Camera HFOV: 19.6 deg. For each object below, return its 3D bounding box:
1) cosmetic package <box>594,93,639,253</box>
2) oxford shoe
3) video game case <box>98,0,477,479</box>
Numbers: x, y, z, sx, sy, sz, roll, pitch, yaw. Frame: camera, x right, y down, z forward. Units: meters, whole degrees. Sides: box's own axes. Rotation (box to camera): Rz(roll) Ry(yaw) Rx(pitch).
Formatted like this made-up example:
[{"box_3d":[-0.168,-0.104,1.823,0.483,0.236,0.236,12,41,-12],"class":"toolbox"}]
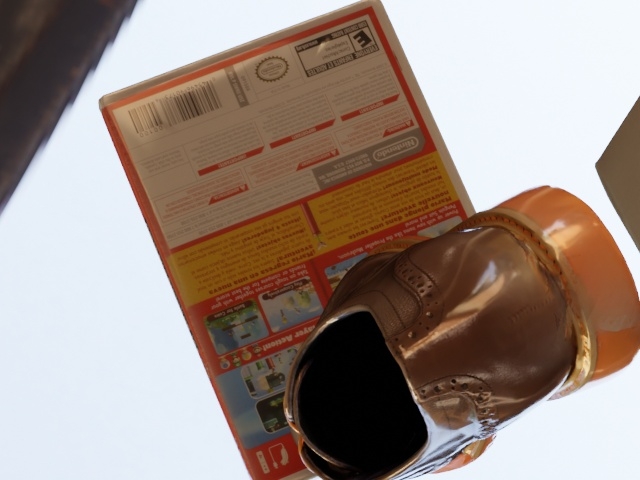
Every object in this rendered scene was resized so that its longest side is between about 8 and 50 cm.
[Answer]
[{"box_3d":[0.213,-0.073,0.635,0.127,0.107,0.238,15,-53,-27],"class":"cosmetic package"},{"box_3d":[0.027,0.069,0.971,0.132,0.130,0.364,-25,-9,-22],"class":"oxford shoe"},{"box_3d":[0.000,0.000,1.212,0.204,0.285,0.025,-21,-12,-9],"class":"video game case"}]
